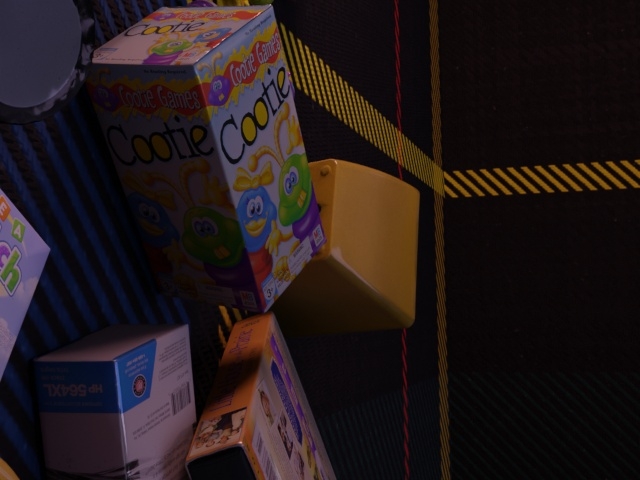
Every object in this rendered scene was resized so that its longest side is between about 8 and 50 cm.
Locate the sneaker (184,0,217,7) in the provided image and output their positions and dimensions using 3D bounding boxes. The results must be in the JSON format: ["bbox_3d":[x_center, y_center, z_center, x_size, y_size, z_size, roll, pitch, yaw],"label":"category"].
[{"bbox_3d":[-0.139,-0.198,1.064,0.071,0.068,0.170,13,70,-58],"label":"sneaker"}]

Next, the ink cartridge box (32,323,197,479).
[{"bbox_3d":[-0.176,0.188,0.842,0.148,0.086,0.203,-23,110,-73],"label":"ink cartridge box"}]

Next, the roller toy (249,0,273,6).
[{"bbox_3d":[-0.070,-0.421,1.174,0.209,0.146,0.191,46,44,-65],"label":"roller toy"}]

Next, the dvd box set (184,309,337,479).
[{"bbox_3d":[-0.041,0.280,1.035,0.420,0.062,0.307,-87,158,-78],"label":"dvd box set"}]

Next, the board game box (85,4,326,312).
[{"bbox_3d":[-0.111,-0.084,0.954,0.142,0.144,0.275,-49,136,-44],"label":"board game box"}]

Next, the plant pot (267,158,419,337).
[{"bbox_3d":[0.000,0.000,1.279,0.187,0.212,0.212,38,51,-53],"label":"plant pot"}]

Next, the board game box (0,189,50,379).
[{"bbox_3d":[-0.269,0.046,0.637,0.160,0.039,0.211,66,26,-50],"label":"board game box"}]

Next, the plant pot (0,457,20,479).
[{"bbox_3d":[-0.247,0.081,0.392,0.254,0.254,0.239,67,11,-50],"label":"plant pot"}]

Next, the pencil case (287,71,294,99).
[{"bbox_3d":[-0.085,-0.203,1.237,0.070,0.064,0.151,-69,166,8],"label":"pencil case"}]

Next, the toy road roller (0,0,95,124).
[{"bbox_3d":[-0.237,-0.214,0.437,0.240,0.202,0.329,1,104,-59],"label":"toy road roller"}]
